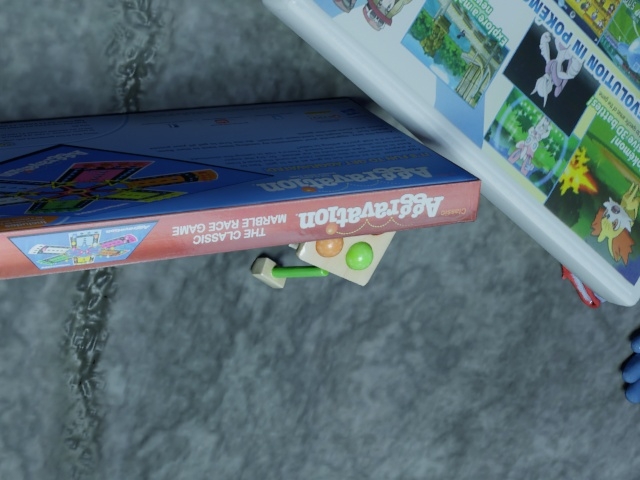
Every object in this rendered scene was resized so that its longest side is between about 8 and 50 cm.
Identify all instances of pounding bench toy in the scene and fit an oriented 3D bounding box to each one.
[{"bbox_3d":[0.000,0.000,0.891,0.052,0.065,0.083,23,99,-35],"label":"pounding bench toy"}]

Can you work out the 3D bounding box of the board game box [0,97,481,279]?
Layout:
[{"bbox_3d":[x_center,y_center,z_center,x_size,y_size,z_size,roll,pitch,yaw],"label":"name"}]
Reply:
[{"bbox_3d":[-0.076,-0.031,0.786,0.281,0.145,0.027,-7,114,-27],"label":"board game box"}]

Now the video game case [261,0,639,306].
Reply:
[{"bbox_3d":[0.155,-0.166,0.891,0.329,0.036,0.300,38,79,-36],"label":"video game case"}]

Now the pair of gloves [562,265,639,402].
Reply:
[{"bbox_3d":[0.252,0.026,1.073,0.159,0.023,0.198,-37,124,-8],"label":"pair of gloves"}]
